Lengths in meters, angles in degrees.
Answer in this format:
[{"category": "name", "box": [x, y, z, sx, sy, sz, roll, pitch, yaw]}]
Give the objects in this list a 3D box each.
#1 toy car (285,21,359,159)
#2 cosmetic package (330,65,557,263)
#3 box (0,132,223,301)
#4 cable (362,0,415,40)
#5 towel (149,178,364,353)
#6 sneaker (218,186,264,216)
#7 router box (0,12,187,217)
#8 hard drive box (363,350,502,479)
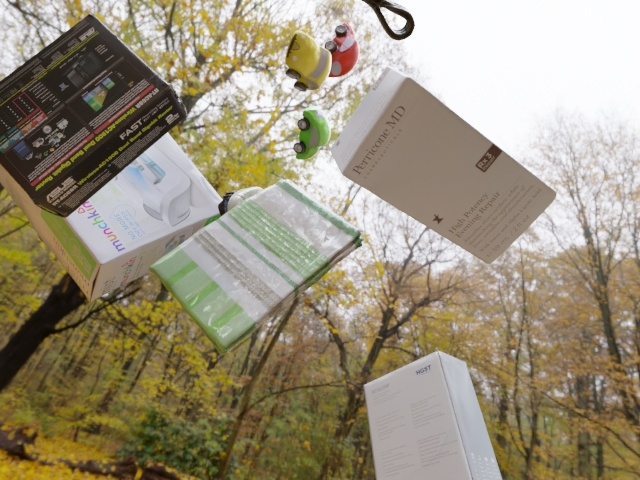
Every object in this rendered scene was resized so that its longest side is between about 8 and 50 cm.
[{"category": "toy car", "box": [0.003, -0.238, 0.685, 0.053, 0.239, 0.225, 22, -54, 13]}, {"category": "cosmetic package", "box": [0.139, -0.079, 0.461, 0.231, 0.085, 0.117, 26, -66, -22]}, {"category": "box", "box": [-0.331, -0.078, 0.648, 0.262, 0.231, 0.127, 51, -47, 6]}, {"category": "cable", "box": [0.111, -0.503, 0.830, 0.139, 0.072, 0.287, -31, -36, 15]}, {"category": "towel", "box": [-0.053, 0.013, 0.345, 0.113, 0.152, 0.023, 37, -28, 30]}, {"category": "sneaker", "box": [-0.092, -0.032, 0.480, 0.084, 0.058, 0.152, -8, 9, 18]}, {"category": "router box", "box": [-0.176, -0.092, 0.294, 0.092, 0.122, 0.038, 43, -10, 11]}, {"category": "hard drive box", "box": [0.176, 0.331, 0.664, 0.089, 0.232, 0.181, 27, -49, -32]}]
